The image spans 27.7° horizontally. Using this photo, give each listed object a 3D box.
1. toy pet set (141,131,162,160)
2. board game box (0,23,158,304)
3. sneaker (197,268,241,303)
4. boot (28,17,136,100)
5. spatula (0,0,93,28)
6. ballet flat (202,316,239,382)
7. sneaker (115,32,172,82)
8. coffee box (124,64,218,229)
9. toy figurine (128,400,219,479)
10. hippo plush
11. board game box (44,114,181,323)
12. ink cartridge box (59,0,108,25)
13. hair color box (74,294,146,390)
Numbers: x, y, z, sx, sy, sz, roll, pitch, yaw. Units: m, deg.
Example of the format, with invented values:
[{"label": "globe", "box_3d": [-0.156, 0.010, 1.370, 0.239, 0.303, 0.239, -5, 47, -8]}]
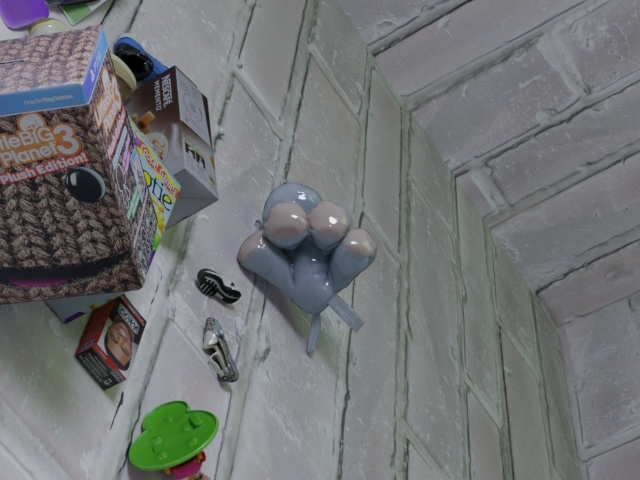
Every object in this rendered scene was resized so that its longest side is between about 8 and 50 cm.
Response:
[{"label": "toy pet set", "box_3d": [-0.325, -0.136, 2.003, 0.065, 0.122, 0.114, 36, -20, 42]}, {"label": "board game box", "box_3d": [-0.345, -0.083, 1.546, 0.141, 0.232, 0.291, -89, 169, -54]}, {"label": "sneaker", "box_3d": [-0.179, 0.072, 2.204, 0.109, 0.040, 0.044, 41, 12, -53]}, {"label": "boot", "box_3d": [-0.372, -0.239, 2.059, 0.213, 0.077, 0.165, 34, 33, -45]}, {"label": "spatula", "box_3d": [-0.438, -0.400, 2.134, 0.084, 0.030, 0.296, 61, 24, -2]}, {"label": "ballet flat", "box_3d": [-0.167, 0.176, 2.088, 0.114, 0.041, 0.041, 66, 20, 13]}, {"label": "sneaker", "box_3d": [-0.307, -0.298, 2.319, 0.152, 0.058, 0.084, 46, 19, -29]}, {"label": "coffee box", "box_3d": [-0.256, -0.148, 2.133, 0.098, 0.141, 0.246, 44, 27, -43]}, {"label": "toy figurine", "box_3d": [-0.179, 0.326, 1.798, 0.173, 0.130, 0.159, -133, -159, -66]}, {"label": "hippo plush", "box_3d": [0.000, 0.000, 2.441, 0.294, 0.234, 0.236, 52, 22, -25]}, {"label": "board game box", "box_3d": [-0.314, -0.035, 1.832, 0.142, 0.144, 0.275, 55, 22, -23]}, {"label": "ink cartridge box", "box_3d": [-0.428, -0.488, 2.284, 0.171, 0.056, 0.235, 56, 45, -16]}, {"label": "hair color box", "box_3d": [-0.291, 0.136, 1.815, 0.072, 0.043, 0.141, 54, 22, -24]}]
